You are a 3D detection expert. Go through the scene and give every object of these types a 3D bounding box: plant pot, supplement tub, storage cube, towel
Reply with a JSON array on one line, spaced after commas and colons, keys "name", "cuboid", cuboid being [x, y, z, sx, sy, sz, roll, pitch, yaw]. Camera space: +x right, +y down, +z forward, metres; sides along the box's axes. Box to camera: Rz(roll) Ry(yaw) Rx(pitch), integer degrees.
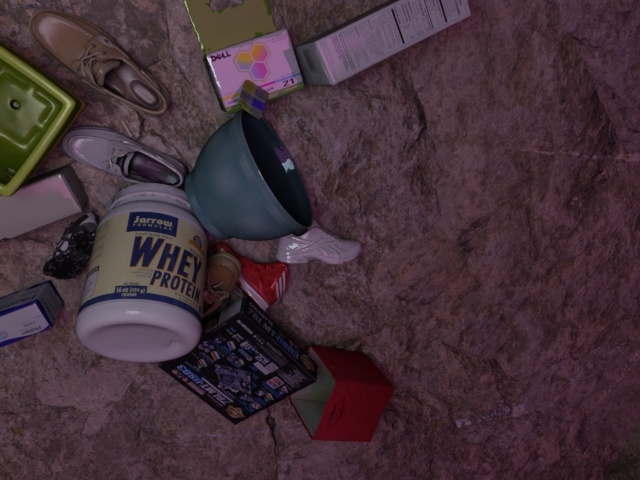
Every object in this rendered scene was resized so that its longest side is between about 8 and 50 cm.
[{"name": "plant pot", "cuboid": [-0.607, -0.249, 0.954, 0.227, 0.207, 0.228, 37, 95, -20]}, {"name": "plant pot", "cuboid": [-0.172, -0.117, 1.112, 0.196, 0.293, 0.293, -27, 115, 15]}, {"name": "supplement tub", "cuboid": [-0.359, 0.065, 1.046, 0.236, 0.324, 0.235, -3, 146, -2]}, {"name": "storage cube", "cuboid": [0.053, 0.423, 1.387, 0.193, 0.215, 0.183, 15, 103, -27]}, {"name": "towel", "cuboid": [-0.141, -0.300, 1.054, 0.060, 0.083, 0.009, 30, 140, -26]}]

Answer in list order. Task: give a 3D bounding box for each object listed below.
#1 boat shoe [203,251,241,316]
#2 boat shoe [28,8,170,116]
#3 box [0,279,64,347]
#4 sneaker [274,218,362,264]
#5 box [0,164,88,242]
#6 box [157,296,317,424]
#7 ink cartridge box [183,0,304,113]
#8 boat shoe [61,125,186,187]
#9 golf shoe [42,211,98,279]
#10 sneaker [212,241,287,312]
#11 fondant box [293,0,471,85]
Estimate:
[{"name": "boat shoe", "cuboid": [-0.294, 0.143, 1.205, 0.105, 0.089, 0.285, 38, 113, -13]}, {"name": "boat shoe", "cuboid": [-0.447, -0.361, 1.026, 0.302, 0.098, 0.109, 35, 95, -24]}, {"name": "box", "cuboid": [-0.665, 0.162, 1.117, 0.126, 0.137, 0.072, -21, 112, -9]}, {"name": "sneaker", "cuboid": [0.000, 0.000, 1.292, 0.233, 0.090, 0.115, -1, 105, -17]}, {"name": "box", "cuboid": [-0.653, -0.063, 1.060, 0.275, 0.113, 0.094, -22, 113, -7]}, {"name": "box", "cuboid": [-0.210, 0.324, 1.298, 0.293, 0.073, 0.295, -34, 115, 20]}, {"name": "ink cartridge box", "cuboid": [-0.168, -0.431, 1.088, 0.189, 0.097, 0.255, -22, 114, -9]}, {"name": "boat shoe", "cuboid": [-0.431, -0.175, 1.099, 0.268, 0.088, 0.096, 22, 101, -22]}, {"name": "golf shoe", "cuboid": [-0.562, 0.015, 1.140, 0.198, 0.093, 0.077, -37, 134, 24]}, {"name": "sneaker", "cuboid": [-0.170, 0.067, 1.282, 0.128, 0.087, 0.221, -42, 115, -19]}, {"name": "fondant box", "cuboid": [0.118, -0.452, 1.089, 0.331, 0.238, 0.096, -28, 112, -6]}]
